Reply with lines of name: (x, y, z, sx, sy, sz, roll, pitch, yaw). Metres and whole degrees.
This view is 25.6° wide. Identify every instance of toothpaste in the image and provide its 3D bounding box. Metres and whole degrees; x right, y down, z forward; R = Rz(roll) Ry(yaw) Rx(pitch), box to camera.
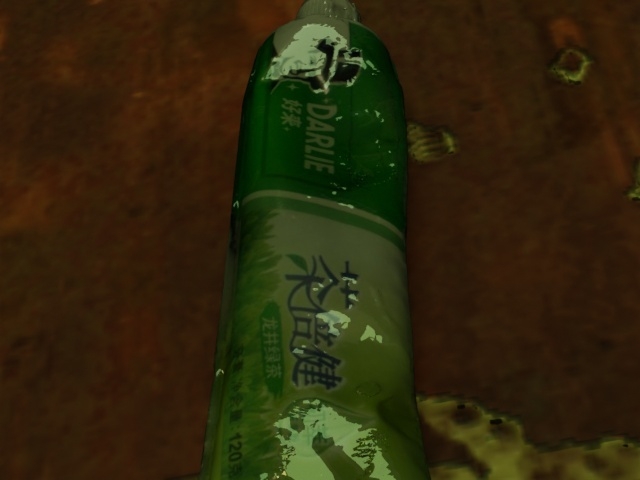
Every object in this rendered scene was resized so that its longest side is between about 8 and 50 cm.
toothpaste: (0.000, 0.000, 0.464, 0.078, 0.047, 0.248, -8, 46, 11)
